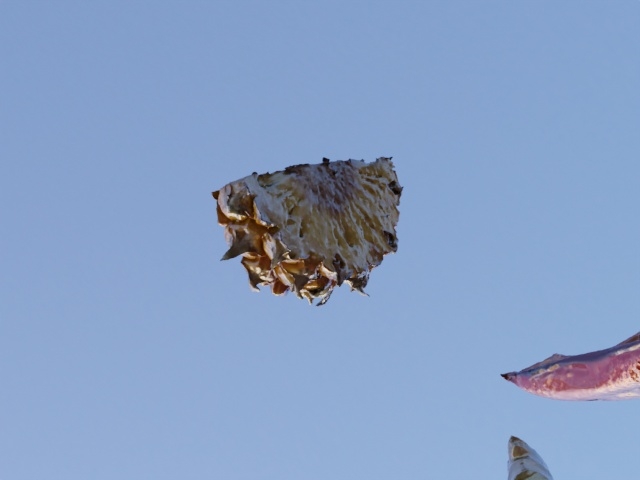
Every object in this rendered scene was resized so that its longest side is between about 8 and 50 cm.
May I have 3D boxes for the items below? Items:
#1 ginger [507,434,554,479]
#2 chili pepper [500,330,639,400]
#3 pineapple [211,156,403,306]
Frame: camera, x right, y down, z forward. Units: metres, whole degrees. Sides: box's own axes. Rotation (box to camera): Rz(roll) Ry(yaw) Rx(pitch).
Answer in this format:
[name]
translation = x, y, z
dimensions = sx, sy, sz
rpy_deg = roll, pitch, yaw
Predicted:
[ginger]
translation = 0.240, 0.305, 1.644
dimensions = 0.086, 0.294, 0.131
rpy_deg = -36, -73, 13
[chili pepper]
translation = 0.217, 0.073, 0.973
dimensions = 0.059, 0.268, 0.050
rpy_deg = -28, -87, -43
[pineapple]
translation = 0.001, 0.000, 1.401
dimensions = 0.233, 0.079, 0.135
rpy_deg = -15, -101, -51
